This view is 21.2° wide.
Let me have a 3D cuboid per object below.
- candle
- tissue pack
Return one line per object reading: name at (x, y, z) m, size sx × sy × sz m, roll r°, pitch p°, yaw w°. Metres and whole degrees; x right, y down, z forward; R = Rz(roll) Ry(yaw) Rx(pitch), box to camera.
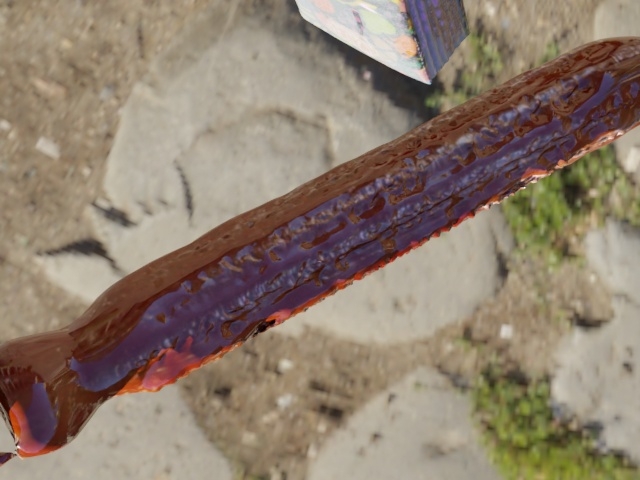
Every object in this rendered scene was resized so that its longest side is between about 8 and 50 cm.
candle at (0.000, 0.000, 0.662) m, size 0.329 × 0.051 × 0.048 m, roll -28°, pitch 108°, yaw -14°
tissue pack at (0.026, -0.170, 1.035) m, size 0.109 × 0.060 × 0.148 m, roll 34°, pitch 166°, yaw 25°
